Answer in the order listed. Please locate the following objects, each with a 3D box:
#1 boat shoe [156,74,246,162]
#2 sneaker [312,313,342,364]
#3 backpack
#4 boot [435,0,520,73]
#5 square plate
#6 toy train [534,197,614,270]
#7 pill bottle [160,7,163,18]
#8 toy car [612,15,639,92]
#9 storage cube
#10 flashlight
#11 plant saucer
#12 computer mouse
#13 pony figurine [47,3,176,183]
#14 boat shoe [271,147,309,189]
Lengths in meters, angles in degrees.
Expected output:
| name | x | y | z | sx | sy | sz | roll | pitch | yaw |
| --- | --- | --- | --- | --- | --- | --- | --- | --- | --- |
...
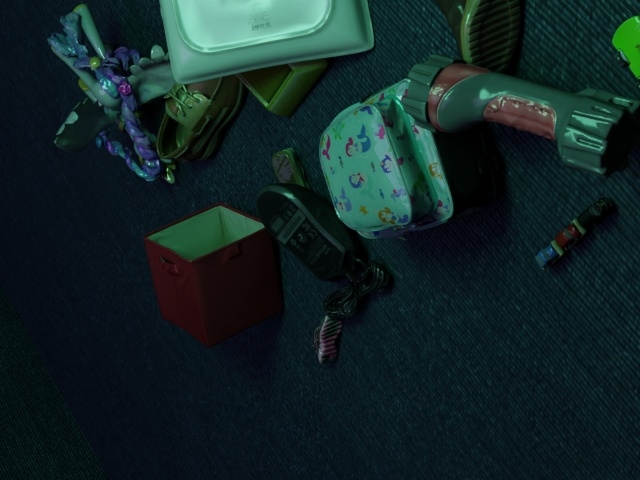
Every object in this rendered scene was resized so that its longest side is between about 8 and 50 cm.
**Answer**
| name | x | y | z | sx | sy | sz | roll | pitch | yaw |
| --- | --- | --- | --- | --- | --- | --- | --- | --- | --- |
| boat shoe | -0.237 | -0.260 | 1.962 | 0.123 | 0.119 | 0.324 | 54 | 142 | 24 |
| sneaker | 0.007 | 0.172 | 1.890 | 0.057 | 0.047 | 0.119 | 51 | 140 | 46 |
| backpack | 0.110 | -0.114 | 1.501 | 0.253 | 0.191 | 0.225 | -14 | 94 | 61 |
| boot | 0.182 | -0.350 | 1.402 | 0.207 | 0.090 | 0.249 | -144 | 42 | -60 |
| square plate | -0.112 | -0.441 | 1.597 | 0.347 | 0.049 | 0.344 | -7 | 101 | 16 |
| toy train | 0.334 | -0.005 | 1.357 | 0.027 | 0.036 | 0.158 | 59 | 143 | 19 |
| pill bottle | -0.234 | -0.430 | 1.884 | 0.065 | 0.116 | 0.065 | 27 | 126 | 45 |
| toy car | 0.418 | -0.162 | 1.157 | 0.225 | 0.053 | 0.239 | 61 | 143 | 16 |
| storage cube | -0.205 | 0.064 | 1.991 | 0.183 | 0.215 | 0.193 | 23 | 129 | 47 |
| flashlight | 0.241 | -0.152 | 1.258 | 0.304 | 0.103 | 0.103 | 28 | 137 | 42 |
| plant saucer | -0.098 | -0.313 | 1.748 | 0.188 | 0.045 | 0.188 | 47 | 146 | 2 |
| computer mouse | 0.000 | 0.000 | 1.782 | 0.272 | 0.072 | 0.188 | 48 | 140 | 1 |
| pony figurine | -0.428 | -0.307 | 2.121 | 0.363 | 0.302 | 0.351 | 56 | 175 | 17 |
| boat shoe | -0.043 | -0.091 | 1.842 | 0.056 | 0.048 | 0.153 | -18 | 97 | 30 |
